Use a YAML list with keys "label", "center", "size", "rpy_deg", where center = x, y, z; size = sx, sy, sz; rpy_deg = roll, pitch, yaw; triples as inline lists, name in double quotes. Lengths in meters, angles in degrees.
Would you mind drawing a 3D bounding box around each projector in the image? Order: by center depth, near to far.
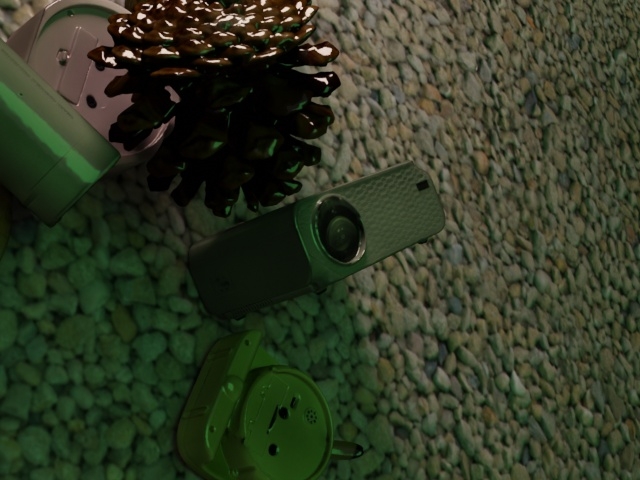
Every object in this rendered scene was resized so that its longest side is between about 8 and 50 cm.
- label: "projector"
  center: [-0.350, -0.162, 1.096]
  size: [0.337, 0.108, 0.108]
  rpy_deg: [45, 49, -12]
- label: "projector"
  center: [0.000, 0.000, 1.344]
  size: [0.250, 0.198, 0.108]
  rpy_deg: [-22, 91, -46]

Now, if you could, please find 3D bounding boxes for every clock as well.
- label: "clock"
  center: [-0.255, -0.167, 1.251]
  size: [0.197, 0.068, 0.196]
  rpy_deg: [18, 63, -39]
- label: "clock"
  center: [-0.049, 0.224, 1.307]
  size: [0.232, 0.069, 0.170]
  rpy_deg: [40, 51, -27]

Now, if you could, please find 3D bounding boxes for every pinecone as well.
- label: "pinecone"
  center: [-0.100, -0.142, 1.175]
  size: [0.264, 0.264, 0.264]
  rpy_deg: [17, 64, -39]

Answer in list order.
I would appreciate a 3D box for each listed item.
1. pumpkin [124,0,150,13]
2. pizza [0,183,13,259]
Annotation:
- label: "pumpkin"
  center: [-0.107, -0.329, 1.409]
  size: [0.222, 0.139, 0.317]
  rpy_deg: [29, 54, -30]
- label: "pizza"
  center: [-0.405, -0.022, 1.074]
  size: [0.262, 0.034, 0.181]
  rpy_deg: [-9, 82, -48]
